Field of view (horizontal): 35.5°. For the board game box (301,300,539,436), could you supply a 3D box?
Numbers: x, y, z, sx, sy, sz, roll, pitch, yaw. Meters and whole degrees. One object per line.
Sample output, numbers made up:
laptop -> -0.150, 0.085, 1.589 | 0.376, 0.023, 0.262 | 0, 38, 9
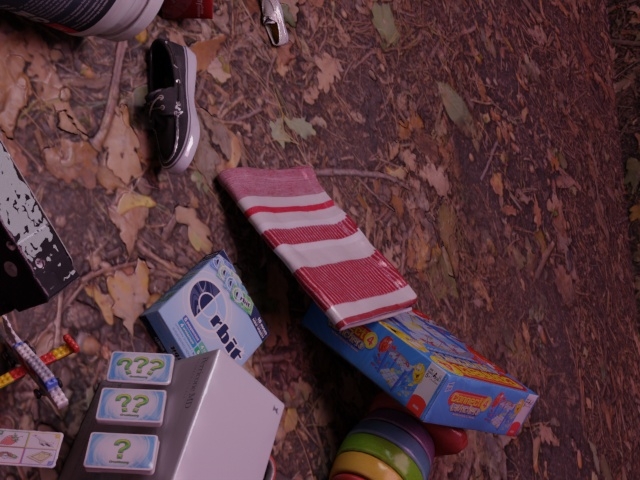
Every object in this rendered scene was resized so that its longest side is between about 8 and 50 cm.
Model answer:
board game box -> 0.171, 0.204, 1.704 | 0.308, 0.302, 0.086 | 20, 102, -50

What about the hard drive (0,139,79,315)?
hard drive -> -0.421, -0.067, 1.034 | 0.339, 0.236, 0.064 | 61, 36, -15

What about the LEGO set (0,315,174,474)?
LEGO set -> -0.300, 0.175, 1.143 | 0.182, 0.244, 0.060 | -88, -178, -50

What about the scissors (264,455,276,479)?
scissors -> -0.143, 0.392, 1.409 | 0.109, 0.021, 0.297 | 60, 35, -21

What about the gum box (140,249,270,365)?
gum box -> -0.165, 0.125, 1.478 | 0.157, 0.041, 0.184 | 62, 35, -14

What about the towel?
towel -> 0.000, 0.000, 1.634 | 0.329, 0.037, 0.237 | 50, 30, 20

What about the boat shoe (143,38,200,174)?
boat shoe -> -0.231, -0.208, 1.502 | 0.076, 0.080, 0.229 | 24, 56, -40

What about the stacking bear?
stacking bear -> 0.087, 0.397, 1.617 | 0.164, 0.175, 0.289 | 42, 50, -3

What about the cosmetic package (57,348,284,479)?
cosmetic package -> -0.191, 0.276, 1.214 | 0.138, 0.224, 0.224 | 48, 41, -32

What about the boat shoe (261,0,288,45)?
boat shoe -> -0.089, -0.402, 1.821 | 0.035, 0.035, 0.100 | -31, 108, -58

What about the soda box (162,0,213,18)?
soda box -> -0.201, -0.439, 1.500 | 0.263, 0.083, 0.092 | 107, -20, -69

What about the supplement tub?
supplement tub -> -0.351, -0.379, 1.306 | 0.272, 0.191, 0.191 | 13, 65, -51
